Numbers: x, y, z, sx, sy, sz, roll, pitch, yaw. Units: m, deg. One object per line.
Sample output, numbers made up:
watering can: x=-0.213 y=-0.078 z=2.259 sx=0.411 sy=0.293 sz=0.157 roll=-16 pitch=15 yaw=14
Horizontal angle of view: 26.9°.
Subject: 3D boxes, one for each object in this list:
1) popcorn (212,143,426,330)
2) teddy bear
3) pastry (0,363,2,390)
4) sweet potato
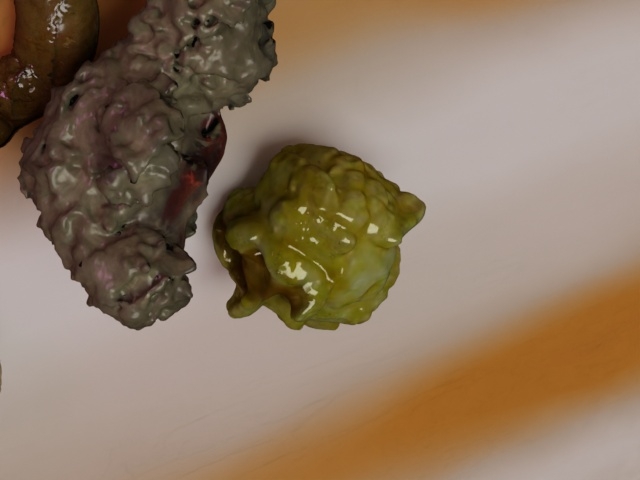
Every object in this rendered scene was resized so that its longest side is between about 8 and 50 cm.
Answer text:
popcorn: x=0.000 y=0.000 z=1.594 sx=0.254 sy=0.195 sz=0.256 roll=-17 pitch=143 yaw=-14
teddy bear: x=-0.143 y=-0.133 z=1.355 sx=0.224 sy=0.357 sz=0.367 roll=37 pitch=102 yaw=-12
pastry: x=-0.470 y=0.167 z=1.459 sx=0.264 sy=0.133 sz=0.265 roll=-15 pitch=124 yaw=-23
sweet potato: x=-0.292 y=-0.205 z=1.369 sx=0.124 sy=0.098 sz=0.310 roll=9 pitch=109 yaw=-25
